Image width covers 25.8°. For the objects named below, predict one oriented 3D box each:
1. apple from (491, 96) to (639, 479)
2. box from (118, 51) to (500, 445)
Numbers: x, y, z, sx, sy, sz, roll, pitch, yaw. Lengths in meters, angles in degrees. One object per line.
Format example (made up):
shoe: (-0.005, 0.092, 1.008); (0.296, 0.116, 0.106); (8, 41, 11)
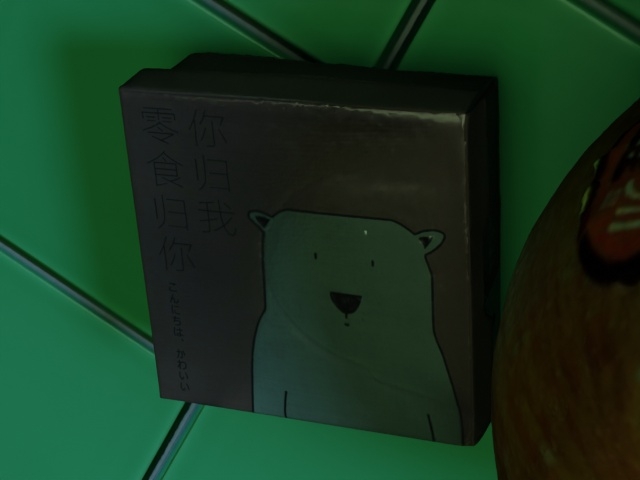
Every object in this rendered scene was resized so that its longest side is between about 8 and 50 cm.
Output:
apple: (0.276, 0.068, 0.606); (0.400, 0.333, 0.400); (21, 136, 22)
box: (0.000, 0.000, 0.832); (0.215, 0.086, 0.215); (6, 117, 20)
